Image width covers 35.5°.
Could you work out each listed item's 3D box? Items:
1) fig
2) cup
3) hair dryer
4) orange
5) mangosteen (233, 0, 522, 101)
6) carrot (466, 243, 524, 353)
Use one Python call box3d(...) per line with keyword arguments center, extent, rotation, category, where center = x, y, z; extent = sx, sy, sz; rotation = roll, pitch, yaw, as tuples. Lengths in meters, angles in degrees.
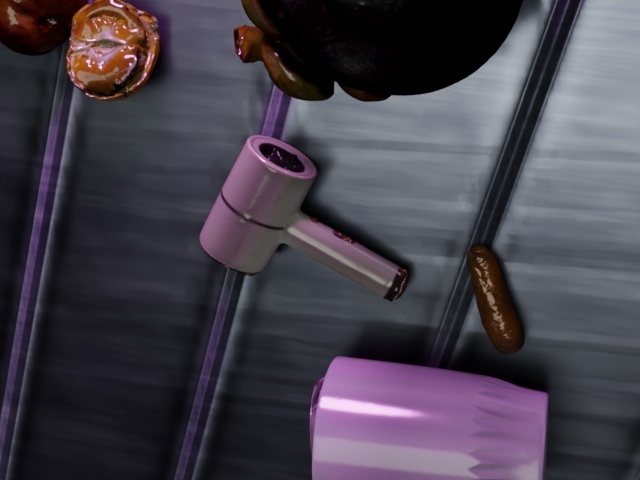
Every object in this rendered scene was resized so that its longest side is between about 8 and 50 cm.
box3d(center=(-0.506, -0.439, 1.637), extent=(0.170, 0.145, 0.274), rotation=(-43, 77, 23), category="fig")
box3d(center=(0.171, 0.328, 1.596), extent=(0.371, 0.253, 0.253), rotation=(5, 109, 15), category="cup")
box3d(center=(0.000, 0.000, 1.628), extent=(0.362, 0.128, 0.203), rotation=(29, 113, -1), category="hair dryer")
box3d(center=(-0.338, -0.308, 1.629), extent=(0.170, 0.112, 0.160), rotation=(-34, 89, -9), category="orange")
box3d(center=(0.064, -0.345, 1.356), extent=(0.382, 0.382, 0.435), rotation=(43, 127, 1), category="mangosteen")
box3d(center=(0.275, 0.095, 1.593), extent=(0.060, 0.060, 0.186), rotation=(-19, 98, 22), category="carrot")
